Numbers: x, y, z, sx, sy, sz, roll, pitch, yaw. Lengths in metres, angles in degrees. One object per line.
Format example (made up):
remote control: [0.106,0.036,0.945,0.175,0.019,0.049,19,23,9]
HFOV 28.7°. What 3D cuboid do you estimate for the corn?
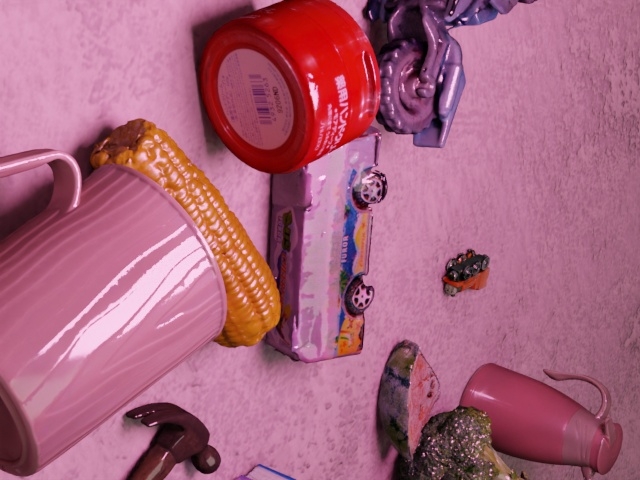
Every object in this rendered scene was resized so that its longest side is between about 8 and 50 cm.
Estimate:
corn: [-0.148,0.004,1.450,0.120,0.120,0.363,-56,138,-22]

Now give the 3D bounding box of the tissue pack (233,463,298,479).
tissue pack: [-0.020,0.444,1.664,0.146,0.263,0.198,-27,125,-44]

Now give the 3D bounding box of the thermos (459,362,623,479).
thermos: [0.387,0.303,2.140,0.146,0.265,0.176,17,88,-54]

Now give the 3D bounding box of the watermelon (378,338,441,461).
watermelon: [0.140,0.245,1.966,0.139,0.071,0.187,-4,99,-59]

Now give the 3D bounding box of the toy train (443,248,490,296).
toy train: [0.238,0.056,2.036,0.103,0.044,0.064,-22,131,-47]

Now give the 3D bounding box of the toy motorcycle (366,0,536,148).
toy motorcycle: [0.191,-0.317,1.714,0.232,0.172,0.416,33,68,-46]

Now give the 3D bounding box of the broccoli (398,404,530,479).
broccoli: [0.256,0.389,2.024,0.269,0.269,0.254,-41,163,-36]

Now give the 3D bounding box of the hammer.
hammer: [-0.278,0.382,1.489,0.440,0.044,0.168,-54,140,-25]

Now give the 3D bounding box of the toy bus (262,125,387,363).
toy bus: [0.000,0.000,1.654,0.138,0.112,0.317,-12,113,-39]

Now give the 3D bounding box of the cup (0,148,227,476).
cup: [-0.252,0.057,1.243,0.273,0.208,0.288,-40,149,-35]

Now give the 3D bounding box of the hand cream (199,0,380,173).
hand cream: [-0.037,-0.181,1.457,0.125,0.193,0.193,-31,127,-39]
